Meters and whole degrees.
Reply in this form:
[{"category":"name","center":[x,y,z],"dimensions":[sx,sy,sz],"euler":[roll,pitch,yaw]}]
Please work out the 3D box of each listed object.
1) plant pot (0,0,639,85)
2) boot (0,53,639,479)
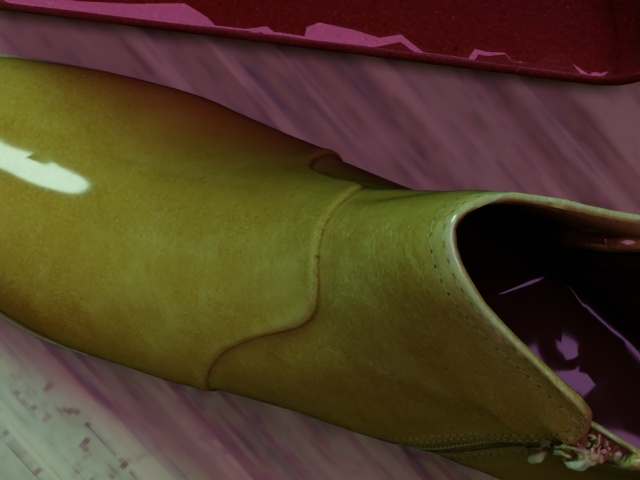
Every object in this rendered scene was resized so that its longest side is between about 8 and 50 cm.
[{"category":"plant pot","center":[0.033,-0.222,0.628],"dimensions":[0.267,0.267,0.236],"euler":[6,70,-15]},{"category":"boot","center":[0.000,0.001,0.607],"dimensions":[0.295,0.211,0.104],"euler":[24,78,-12]}]
